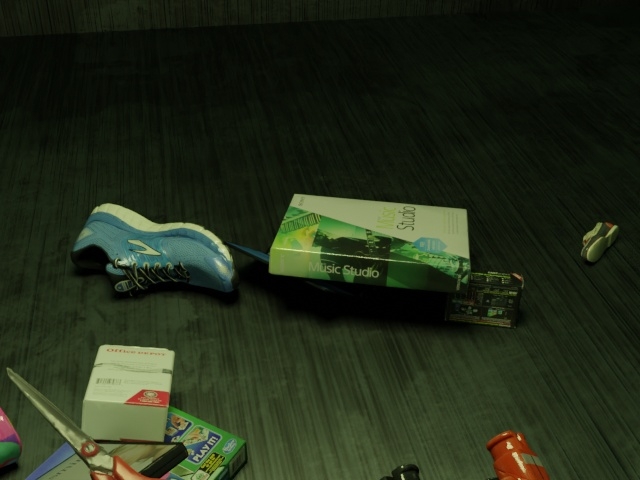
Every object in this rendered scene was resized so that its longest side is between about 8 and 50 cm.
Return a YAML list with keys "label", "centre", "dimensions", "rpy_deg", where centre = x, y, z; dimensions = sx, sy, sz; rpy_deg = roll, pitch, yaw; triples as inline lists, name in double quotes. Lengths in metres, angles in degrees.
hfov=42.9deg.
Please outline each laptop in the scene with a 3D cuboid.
- label: "laptop"
  centre: [0.000, 0.000, 1.467]
  dimensions: [0.234, 0.137, 0.264]
  rpy_deg: [24, 56, 29]

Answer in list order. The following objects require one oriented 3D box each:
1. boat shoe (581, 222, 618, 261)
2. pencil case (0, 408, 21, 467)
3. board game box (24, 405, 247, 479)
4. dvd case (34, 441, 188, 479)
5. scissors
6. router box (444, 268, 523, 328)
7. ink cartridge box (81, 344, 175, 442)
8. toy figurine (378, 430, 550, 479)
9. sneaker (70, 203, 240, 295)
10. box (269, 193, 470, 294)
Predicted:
- label: "boat shoe"
  centre: [0.529, 0.001, 1.567]
  dimensions: [0.043, 0.049, 0.137]
  rpy_deg: [22, 37, 32]
- label: "pencil case"
  centre: [-0.513, 0.299, 1.053]
  dimensions: [0.236, 0.104, 0.104]
  rpy_deg: [-26, 43, -35]
- label: "board game box"
  centre: [-0.271, 0.336, 1.052]
  dimensions: [0.213, 0.046, 0.317]
  rpy_deg: [19, 38, 23]
- label: "dvd case"
  centre: [-0.282, 0.288, 0.935]
  dimensions: [0.180, 0.022, 0.253]
  rpy_deg: [-32, 9, -39]
- label: "scissors"
  centre: [-0.221, 0.229, 0.849]
  dimensions: [0.109, 0.021, 0.297]
  rpy_deg: [-22, 57, -32]
- label: "router box"
  centre: [0.275, 0.097, 1.378]
  dimensions: [0.122, 0.092, 0.038]
  rpy_deg: [6, 34, 6]
- label: "ink cartridge box"
  centre: [-0.262, 0.209, 1.123]
  dimensions: [0.109, 0.063, 0.150]
  rpy_deg: [6, 20, -9]
- label: "toy figurine"
  centre: [0.169, 0.338, 0.923]
  dimensions: [0.209, 0.213, 0.148]
  rpy_deg: [-13, 53, -14]
- label: "sneaker"
  centre: [-0.294, 0.045, 1.436]
  dimensions: [0.330, 0.130, 0.147]
  rpy_deg: [12, 50, 21]
- label: "box"
  centre: [0.090, -0.001, 1.389]
  dimensions: [0.322, 0.058, 0.232]
  rpy_deg: [4, 26, 6]
